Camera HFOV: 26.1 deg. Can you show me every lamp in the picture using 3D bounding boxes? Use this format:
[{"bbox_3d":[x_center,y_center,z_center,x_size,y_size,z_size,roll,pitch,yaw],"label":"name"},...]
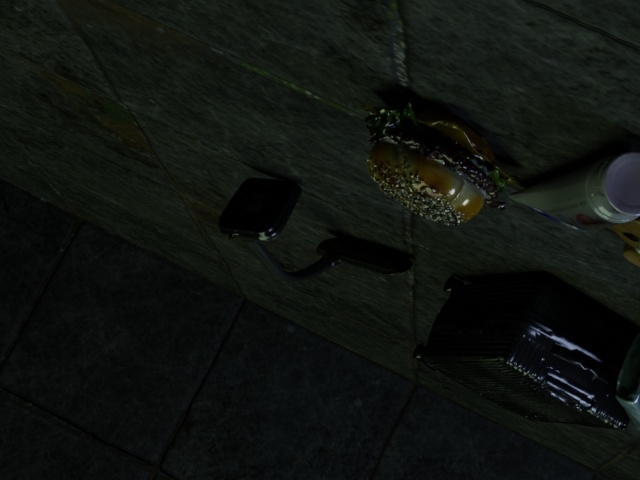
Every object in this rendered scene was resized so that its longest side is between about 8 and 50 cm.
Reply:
[{"bbox_3d":[-0.001,0.007,2.155,0.203,0.124,0.283,6,160,39],"label":"lamp"}]

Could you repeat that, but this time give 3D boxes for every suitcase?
[{"bbox_3d":[0.311,0.159,2.025,0.229,0.152,0.335,29,167,-14],"label":"suitcase"}]

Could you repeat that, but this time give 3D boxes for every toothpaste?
[{"bbox_3d":[0.270,-0.040,1.410,0.100,0.066,0.323,23,174,-3],"label":"toothpaste"}]

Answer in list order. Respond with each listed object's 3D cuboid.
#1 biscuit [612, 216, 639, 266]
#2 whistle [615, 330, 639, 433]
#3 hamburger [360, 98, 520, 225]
[{"bbox_3d":[0.400,0.032,1.502,0.240,0.035,0.158,33,166,-31],"label":"biscuit"},{"bbox_3d":[0.526,0.244,1.845,0.404,0.168,0.188,35,166,-16],"label":"whistle"},{"bbox_3d":[0.115,-0.081,1.500,0.189,0.093,0.164,36,167,-32],"label":"hamburger"}]
